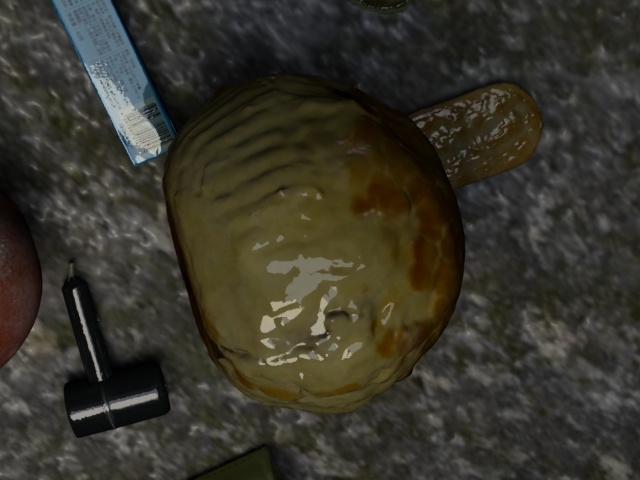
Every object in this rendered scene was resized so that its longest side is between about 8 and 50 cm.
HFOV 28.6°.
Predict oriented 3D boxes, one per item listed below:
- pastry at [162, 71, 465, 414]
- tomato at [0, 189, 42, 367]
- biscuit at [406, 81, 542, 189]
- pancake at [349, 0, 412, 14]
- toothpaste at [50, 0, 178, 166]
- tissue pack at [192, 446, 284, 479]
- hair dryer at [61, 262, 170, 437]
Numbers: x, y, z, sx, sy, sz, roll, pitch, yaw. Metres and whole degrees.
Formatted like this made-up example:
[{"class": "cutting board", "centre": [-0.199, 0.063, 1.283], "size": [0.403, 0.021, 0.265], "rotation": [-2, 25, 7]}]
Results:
[{"class": "pastry", "centre": [0.000, 0.000, 1.379], "size": [0.313, 0.388, 0.388], "rotation": [-19, 111, -10]}, {"class": "tomato", "centre": [-0.427, 0.031, 1.383], "size": [0.227, 0.270, 0.270], "rotation": [-40, 112, -16]}, {"class": "biscuit", "centre": [0.157, -0.115, 1.548], "size": [0.247, 0.029, 0.118], "rotation": [-21, 111, -2]}, {"class": "pancake", "centre": [0.075, -0.316, 1.471], "size": [0.108, 0.017, 0.108], "rotation": [-2, 112, -5]}, {"class": "toothpaste", "centre": [-0.242, -0.216, 1.436], "size": [0.065, 0.050, 0.266], "rotation": [-24, 111, 1]}, {"class": "tissue pack", "centre": [-0.135, 0.396, 1.627], "size": [0.234, 0.125, 0.159], "rotation": [-24, 111, -1]}, {"class": "hair dryer", "centre": [-0.271, 0.129, 1.551], "size": [0.124, 0.071, 0.219], "rotation": [-17, 102, -5]}]
